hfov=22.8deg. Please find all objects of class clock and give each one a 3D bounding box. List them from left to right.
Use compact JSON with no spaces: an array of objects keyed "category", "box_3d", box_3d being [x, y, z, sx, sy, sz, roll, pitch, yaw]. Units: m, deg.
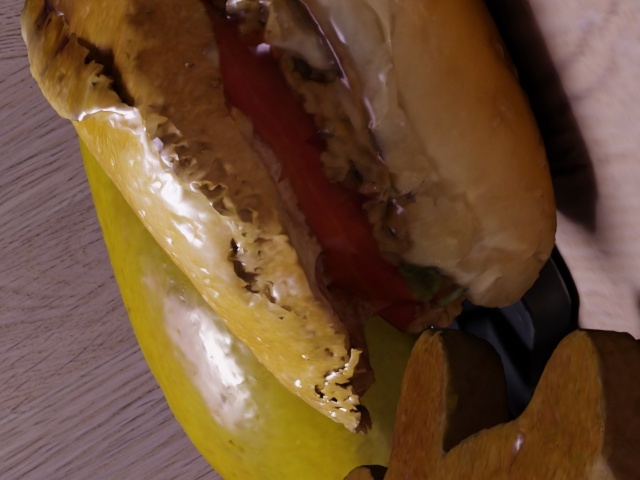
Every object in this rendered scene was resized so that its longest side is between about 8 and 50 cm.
[{"category":"clock","box_3d":[0.049,-0.033,0.887,0.273,0.049,0.279,59,176,21]}]

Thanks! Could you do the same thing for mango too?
[{"category":"mango","box_3d":[-0.048,-0.003,1.124,0.445,0.220,0.301,60,-173,-6]}]

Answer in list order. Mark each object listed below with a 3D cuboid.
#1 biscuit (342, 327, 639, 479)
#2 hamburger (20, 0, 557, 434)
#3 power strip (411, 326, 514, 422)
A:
[{"category":"biscuit","box_3d":[0.073,0.179,0.758,0.432,0.064,0.283,138,140,-71]},{"category":"hamburger","box_3d":[-0.009,-0.057,0.647,0.244,0.163,0.244,52,175,6]},{"category":"power strip","box_3d":[0.131,0.144,0.992,0.227,0.029,0.080,54,-163,4]}]
